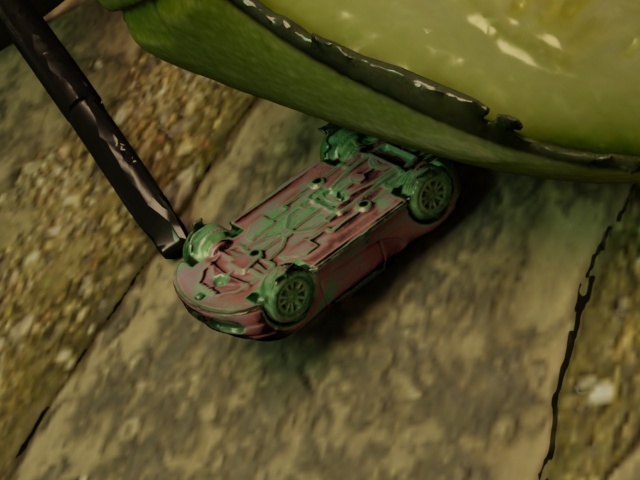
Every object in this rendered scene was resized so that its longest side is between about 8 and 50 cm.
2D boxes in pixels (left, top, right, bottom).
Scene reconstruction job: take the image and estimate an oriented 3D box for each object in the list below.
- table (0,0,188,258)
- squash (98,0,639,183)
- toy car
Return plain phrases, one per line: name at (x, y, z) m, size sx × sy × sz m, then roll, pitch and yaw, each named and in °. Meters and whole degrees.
table at (-0.218, -0.072, 0.994) m, size 0.317 × 0.317 × 0.249 m, roll -28°, pitch 54°, yaw 7°
squash at (0.072, -0.135, 0.850) m, size 0.233 × 0.210 × 0.309 m, roll -40°, pitch 34°, yaw -23°
toy car at (0.000, 0.000, 0.889) m, size 0.142 × 0.055 × 0.069 m, roll -36°, pitch 39°, yaw -23°
